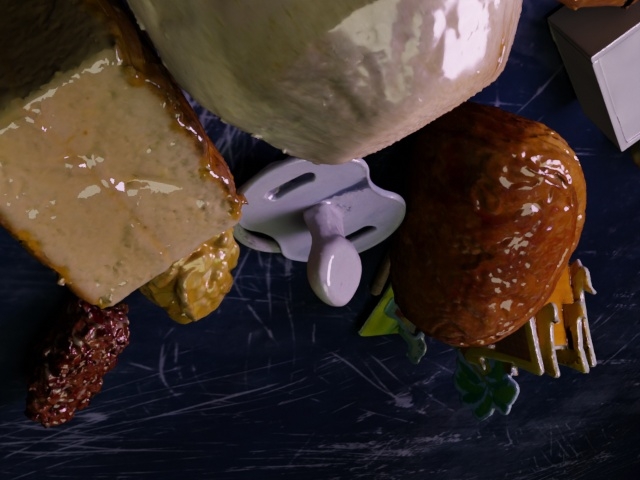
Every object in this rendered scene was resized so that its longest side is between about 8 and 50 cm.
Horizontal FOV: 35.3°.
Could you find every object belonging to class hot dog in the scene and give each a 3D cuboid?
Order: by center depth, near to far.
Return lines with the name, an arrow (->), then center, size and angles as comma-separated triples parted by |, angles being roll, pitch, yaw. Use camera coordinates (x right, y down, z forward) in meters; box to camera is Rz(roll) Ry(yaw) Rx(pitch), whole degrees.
hot dog -> 0.228, -0.022, 1.447 | 0.174, 0.266, 0.388 | -41, 149, -46

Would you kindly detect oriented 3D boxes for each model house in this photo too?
model house -> 0.272, 0.146, 1.658 | 0.242, 0.313, 0.358 | 2, 132, -38

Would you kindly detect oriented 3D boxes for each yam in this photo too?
yam -> 0.106, 0.047, 1.657 | 0.021, 0.021, 0.116 | -9, 139, -30

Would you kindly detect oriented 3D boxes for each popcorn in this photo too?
popcorn -> -0.182, 0.019, 1.301 | 0.163, 0.140, 0.194 | -12, 138, -35

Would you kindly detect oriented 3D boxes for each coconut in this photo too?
coconut -> -0.007, -0.280, 0.925 | 0.344, 0.415, 0.415 | -31, 145, 5

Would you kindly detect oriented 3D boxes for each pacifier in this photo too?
pacifier -> 0.000, 0.000, 1.365 | 0.227, 0.207, 0.279 | -29, 147, 18

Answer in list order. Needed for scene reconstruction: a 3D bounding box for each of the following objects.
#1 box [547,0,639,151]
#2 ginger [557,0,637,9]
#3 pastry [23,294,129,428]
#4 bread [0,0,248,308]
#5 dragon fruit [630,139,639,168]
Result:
box -> 0.472, -0.289, 1.459 | 0.225, 0.117, 0.225 | -36, 140, 3
ginger -> 0.432, -0.408, 1.317 | 0.309, 0.107, 0.133 | -39, 116, 8
pastry -> -0.337, 0.160, 1.373 | 0.115, 0.097, 0.208 | 12, 123, -38
bread -> -0.242, -0.125, 0.970 | 0.207, 0.279, 0.279 | -31, 146, -1
dragon fruit -> 0.613, -0.185, 1.618 | 0.224, 0.224, 0.227 | -29, 143, -7
